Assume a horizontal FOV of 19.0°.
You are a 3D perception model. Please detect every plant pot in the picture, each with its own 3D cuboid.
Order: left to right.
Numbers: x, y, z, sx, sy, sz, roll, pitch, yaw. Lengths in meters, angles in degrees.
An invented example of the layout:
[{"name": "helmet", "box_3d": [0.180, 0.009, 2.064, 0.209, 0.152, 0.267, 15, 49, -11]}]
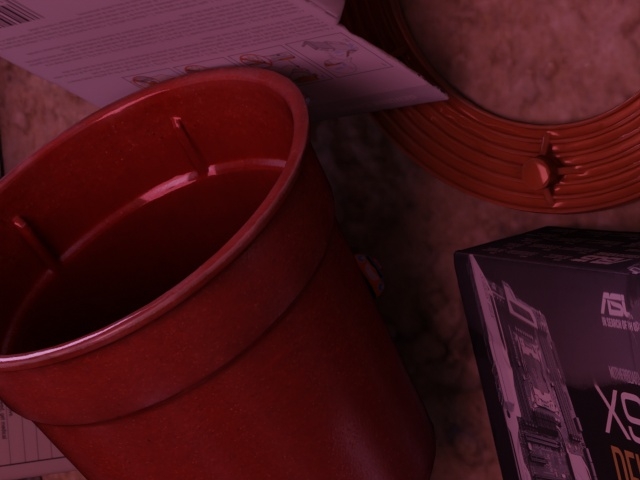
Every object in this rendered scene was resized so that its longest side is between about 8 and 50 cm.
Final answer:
[{"name": "plant pot", "box_3d": [-0.070, 0.076, 1.226, 0.272, 0.272, 0.265, -8, 128, 34]}]

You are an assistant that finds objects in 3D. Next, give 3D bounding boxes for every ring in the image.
[{"name": "ring", "box_3d": [0.133, -0.179, 1.206, 0.336, 0.032, 0.337, 9, 107, 31]}]

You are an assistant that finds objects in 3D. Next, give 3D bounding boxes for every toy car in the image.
[{"name": "toy car", "box_3d": [0.000, 0.000, 1.328, 0.122, 0.040, 0.060, 45, 144, 12]}]

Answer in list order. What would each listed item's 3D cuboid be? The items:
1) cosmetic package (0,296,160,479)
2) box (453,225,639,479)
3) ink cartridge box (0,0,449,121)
[{"name": "cosmetic package", "box_3d": [-0.263, 0.089, 1.360, 0.129, 0.296, 0.153, -147, 53, -69]}, {"name": "box", "box_3d": [0.185, 0.119, 1.113, 0.307, 0.076, 0.242, -170, 66, -74]}, {"name": "ink cartridge box", "box_3d": [-0.086, -0.145, 1.245, 0.275, 0.239, 0.060, -6, 67, 42]}]
